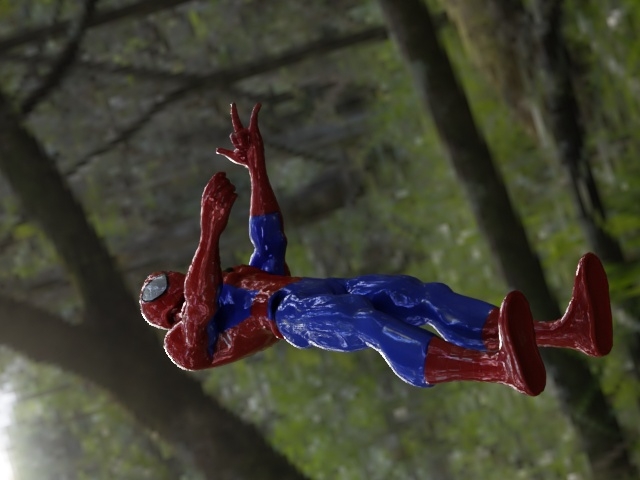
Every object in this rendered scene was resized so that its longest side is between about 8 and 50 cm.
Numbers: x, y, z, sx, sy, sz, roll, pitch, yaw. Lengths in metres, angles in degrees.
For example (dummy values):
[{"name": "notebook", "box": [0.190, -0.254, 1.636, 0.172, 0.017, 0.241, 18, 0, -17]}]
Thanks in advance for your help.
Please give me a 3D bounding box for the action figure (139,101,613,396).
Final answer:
[{"name": "action figure", "box": [0.000, 0.000, 0.910, 0.091, 0.280, 0.139, -20, -78, -45]}]
